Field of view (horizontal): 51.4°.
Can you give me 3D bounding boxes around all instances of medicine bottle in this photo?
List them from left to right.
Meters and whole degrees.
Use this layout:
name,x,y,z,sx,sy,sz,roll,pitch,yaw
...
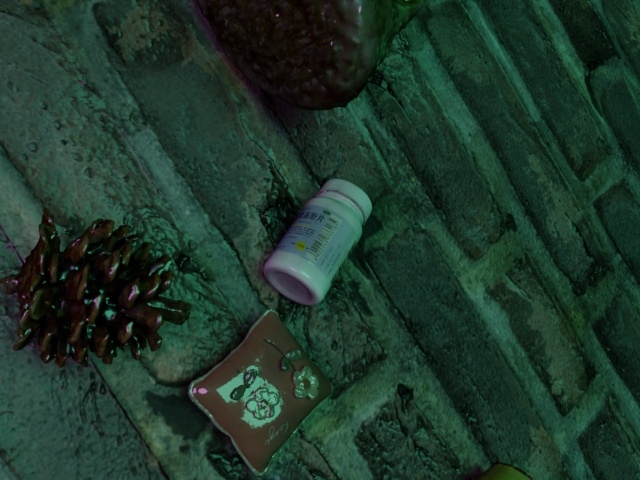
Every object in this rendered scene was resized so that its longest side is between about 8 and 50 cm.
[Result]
name,x,y,z,sx,sy,sz,roll,pitch,yaw
medicine bottle,0.000,0.000,1.027,0.103,0.103,0.186,41,62,-16

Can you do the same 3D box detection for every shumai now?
name,x,y,z,sx,sy,sz,roll,pitch,yaw
shumai,0.027,-0.413,0.997,0.348,0.395,0.395,-30,94,-31

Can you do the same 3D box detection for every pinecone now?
name,x,y,z,sx,sy,sz,roll,pitch,yaw
pinecone,-0.267,0.064,0.814,0.212,0.169,0.185,7,105,-41

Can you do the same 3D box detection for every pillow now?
name,x,y,z,sx,sy,sz,roll,pitch,yaw
pillow,-0.076,0.213,0.946,0.179,0.075,0.171,-43,102,-30

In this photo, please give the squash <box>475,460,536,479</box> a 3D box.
name,x,y,z,sx,sy,sz,roll,pitch,yaw
squash,0.248,0.474,1.050,0.247,0.132,0.132,-30,94,-30
